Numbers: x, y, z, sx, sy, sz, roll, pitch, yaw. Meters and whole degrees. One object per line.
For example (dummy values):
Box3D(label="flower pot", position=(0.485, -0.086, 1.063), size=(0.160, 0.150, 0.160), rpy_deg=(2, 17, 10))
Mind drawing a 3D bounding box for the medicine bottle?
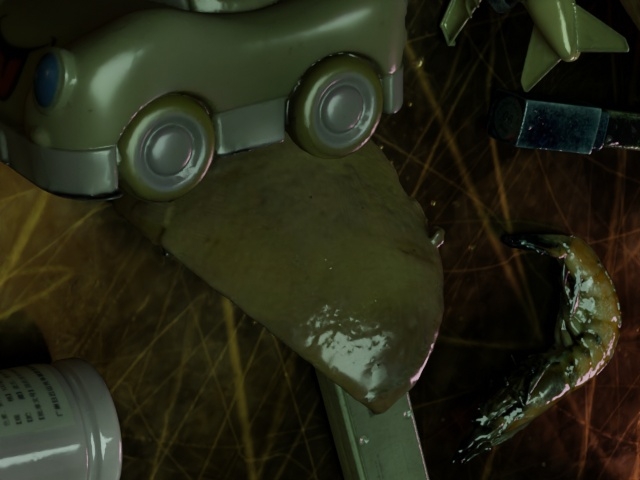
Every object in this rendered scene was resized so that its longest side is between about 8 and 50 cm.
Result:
Box3D(label="medicine bottle", position=(-0.301, 0.180, 1.565), size=(0.250, 0.133, 0.133), rpy_deg=(-10, 112, -31))

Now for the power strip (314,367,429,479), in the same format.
Box3D(label="power strip", position=(0.053, 0.185, 1.852), size=(0.078, 0.052, 0.272), rpy_deg=(-28, 121, -23))

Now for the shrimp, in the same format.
Box3D(label="shrimp", position=(0.199, 0.098, 1.925), size=(0.262, 0.051, 0.198), rpy_deg=(-38, 117, -20))

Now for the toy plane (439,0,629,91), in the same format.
Box3D(label="toy plane", position=(0.191, -0.267, 1.723), size=(0.092, 0.229, 0.244), rpy_deg=(-25, 93, -59))

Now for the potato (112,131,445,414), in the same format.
Box3D(label="potato", position=(-0.009, -0.016, 1.616), size=(0.211, 0.264, 0.189), rpy_deg=(-49, 135, -2))

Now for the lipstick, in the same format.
Box3D(label="lipstick", position=(0.304, -0.111, 1.914), size=(0.312, 0.051, 0.051), rpy_deg=(3, 103, -36))

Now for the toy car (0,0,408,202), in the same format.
Box3D(label="toy car", position=(-0.111, -0.180, 1.493), size=(0.336, 0.242, 0.226), rpy_deg=(-14, 117, -30))

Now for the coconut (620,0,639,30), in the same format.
Box3D(label="coconut", position=(0.477, -0.266, 1.789), size=(0.415, 0.415, 0.344), rpy_deg=(42, 58, -36))
